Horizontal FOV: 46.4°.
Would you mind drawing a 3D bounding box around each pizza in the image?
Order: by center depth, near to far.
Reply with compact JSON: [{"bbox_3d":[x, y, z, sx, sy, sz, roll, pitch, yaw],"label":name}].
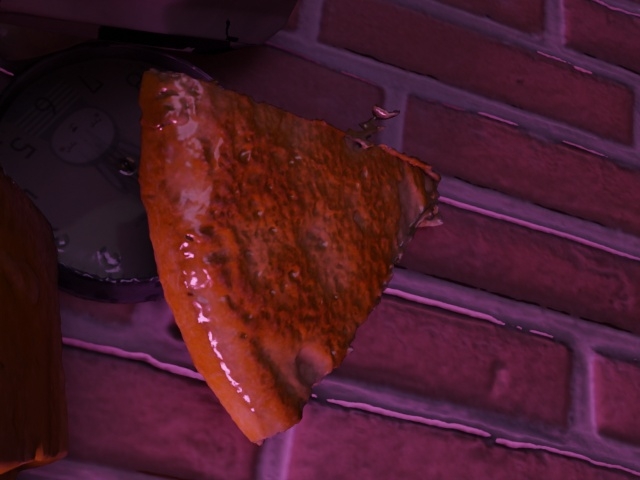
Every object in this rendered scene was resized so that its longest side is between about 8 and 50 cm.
[{"bbox_3d":[0.000,0.000,0.585,0.288,0.075,0.279,-17,101,-42],"label":"pizza"}]

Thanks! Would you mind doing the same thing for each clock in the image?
[{"bbox_3d":[-0.153,-0.058,0.587,0.215,0.042,0.214,7,67,-17],"label":"clock"}]

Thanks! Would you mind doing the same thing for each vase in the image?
[{"bbox_3d":[-0.137,-0.198,0.507,0.165,0.165,0.360,47,30,4],"label":"vase"}]

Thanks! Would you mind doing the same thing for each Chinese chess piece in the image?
[{"bbox_3d":[-0.218,-0.168,0.587,0.084,0.084,0.034,-29,122,-26],"label":"Chinese chess piece"}]

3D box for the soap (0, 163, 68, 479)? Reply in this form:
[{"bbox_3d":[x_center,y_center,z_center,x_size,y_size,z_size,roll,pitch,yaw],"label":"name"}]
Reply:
[{"bbox_3d":[-0.231,0.081,0.321,0.169,0.338,0.304,-6,74,-5],"label":"soap"}]
